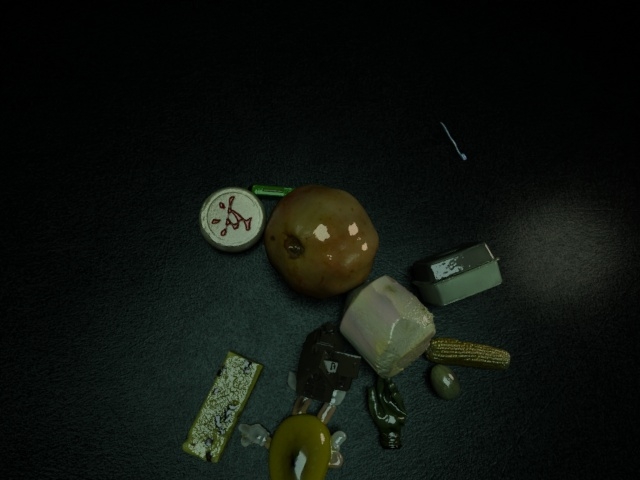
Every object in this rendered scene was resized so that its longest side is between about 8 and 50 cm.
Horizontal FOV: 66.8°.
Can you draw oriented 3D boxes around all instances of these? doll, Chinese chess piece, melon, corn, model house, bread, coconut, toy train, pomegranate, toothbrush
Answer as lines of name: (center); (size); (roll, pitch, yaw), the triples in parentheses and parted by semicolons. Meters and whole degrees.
doll: (-0.073, 0.648, 1.626); (0.423, 0.161, 0.348); (-44, 61, -13)
Chinese chess piece: (-0.327, -0.077, 1.818); (0.250, 0.103, 0.249); (1, 77, -4)
melon: (0.440, 0.503, 1.724); (0.098, 0.098, 0.130); (-25, 73, -10)
corn: (0.531, 0.412, 1.760); (0.320, 0.097, 0.096); (9, 75, -4)
model house: (0.033, 0.378, 1.604); (0.205, 0.243, 0.211); (11, 35, 3)
bread: (-0.332, 0.568, 1.659); (0.138, 0.077, 0.361); (24, 75, 3)
coconut: (0.214, 0.272, 1.656); (0.298, 0.297, 0.309); (-36, 62, -12)
toy train: (-0.195, -0.189, 1.887); (0.210, 0.042, 0.044); (4, 74, -3)
pomegranate: (0.000, 0.000, 1.696); (0.412, 0.411, 0.410); (1, 75, -4)
toothbrush: (0.549, -0.414, 2.016); (0.019, 0.013, 0.193); (-27, 79, -17)

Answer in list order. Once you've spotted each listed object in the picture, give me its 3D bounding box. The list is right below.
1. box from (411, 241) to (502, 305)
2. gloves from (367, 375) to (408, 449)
box: (0.493, 0.117, 1.770); (0.291, 0.220, 0.166); (-20, 92, -9)
gloves: (0.234, 0.587, 1.684); (0.136, 0.107, 0.267); (-4, 93, 3)
